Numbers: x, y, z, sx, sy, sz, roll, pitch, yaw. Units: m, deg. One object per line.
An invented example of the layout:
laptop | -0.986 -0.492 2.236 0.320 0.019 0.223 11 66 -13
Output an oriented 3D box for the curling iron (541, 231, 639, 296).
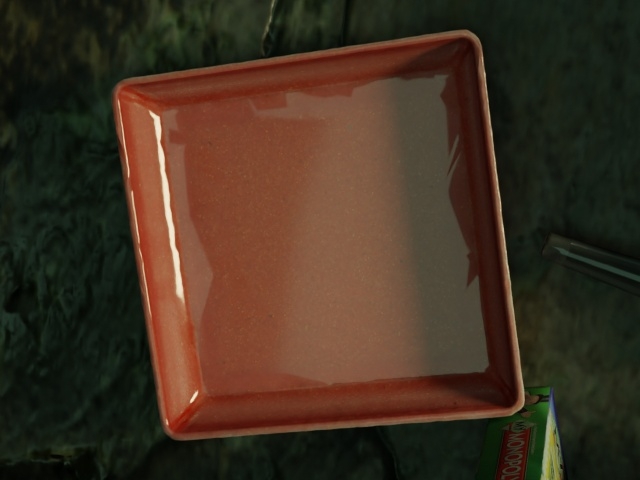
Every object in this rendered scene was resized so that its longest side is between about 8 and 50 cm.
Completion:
curling iron | 0.282 0.035 0.869 0.274 0.035 0.068 13 101 9

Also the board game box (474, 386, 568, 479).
board game box | 0.153 0.280 0.859 0.046 0.213 0.317 -9 101 14

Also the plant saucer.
plant saucer | 0.000 0.000 0.909 0.259 0.048 0.258 -6 96 14
